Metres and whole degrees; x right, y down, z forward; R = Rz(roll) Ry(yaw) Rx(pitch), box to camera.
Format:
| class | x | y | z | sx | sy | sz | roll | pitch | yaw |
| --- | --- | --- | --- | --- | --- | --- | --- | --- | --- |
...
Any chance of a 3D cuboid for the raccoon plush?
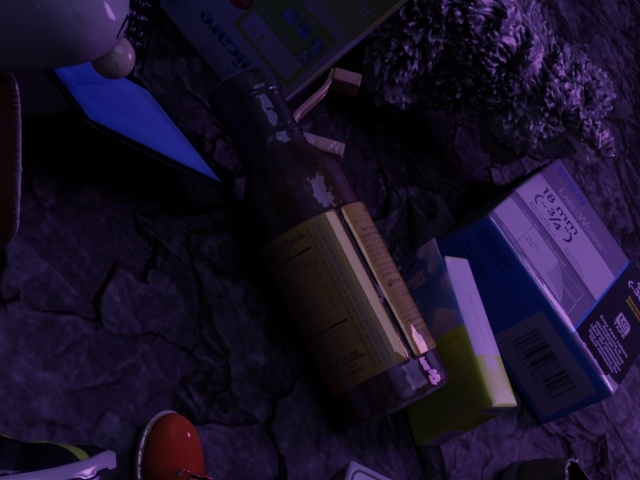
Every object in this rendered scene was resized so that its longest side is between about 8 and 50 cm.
| class | x | y | z | sx | sy | sz | roll | pitch | yaw |
| --- | --- | --- | --- | --- | --- | --- | --- | --- | --- |
| raccoon plush | 0.215 | -0.248 | 1.203 | 0.299 | 0.446 | 0.216 | 16 | 62 | 6 |

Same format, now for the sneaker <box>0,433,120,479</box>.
| class | x | y | z | sx | sy | sz | roll | pitch | yaw |
| --- | --- | --- | --- | --- | --- | --- | --- | --- | --- |
| sneaker | -0.234 | 0.138 | 0.712 | 0.235 | 0.084 | 0.097 | 1 | 60 | -46 |

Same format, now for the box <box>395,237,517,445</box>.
| class | x | y | z | sx | sy | sz | roll | pitch | yaw |
| --- | --- | --- | --- | --- | --- | --- | --- | --- | --- |
| box | 0.116 | 0.100 | 1.092 | 0.042 | 0.109 | 0.178 | 7 | 58 | -39 |

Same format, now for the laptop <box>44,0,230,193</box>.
| class | x | y | z | sx | sy | sz | roll | pitch | yaw |
| --- | --- | --- | --- | --- | --- | --- | --- | --- | --- |
| laptop | -0.153 | -0.200 | 0.940 | 0.234 | 0.137 | 0.264 | 26 | 77 | -68 |

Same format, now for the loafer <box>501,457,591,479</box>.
| class | x | y | z | sx | sy | sz | roll | pitch | yaw |
| --- | --- | --- | --- | --- | --- | --- | --- | --- | --- |
| loafer | 0.286 | 0.319 | 1.123 | 0.251 | 0.087 | 0.094 | 49 | 38 | -7 |

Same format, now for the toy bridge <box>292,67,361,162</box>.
| class | x | y | z | sx | sy | sz | roll | pitch | yaw |
| --- | --- | --- | --- | --- | --- | --- | --- | --- | --- |
| toy bridge | -0.008 | -0.096 | 1.139 | 0.063 | 0.026 | 0.188 | 16 | 67 | -4 |

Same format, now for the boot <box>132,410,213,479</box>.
| class | x | y | z | sx | sy | sz | roll | pitch | yaw |
| --- | --- | --- | --- | --- | --- | --- | --- | --- | --- |
| boot | -0.093 | 0.191 | 0.822 | 0.059 | 0.085 | 0.158 | 16 | 50 | -37 |

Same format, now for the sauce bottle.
| class | x | y | z | sx | sy | sz | roll | pitch | yaw |
| --- | --- | --- | --- | --- | --- | --- | --- | --- | --- |
| sauce bottle | 0.000 | 0.000 | 1.036 | 0.111 | 0.111 | 0.344 | -14 | 76 | -51 |

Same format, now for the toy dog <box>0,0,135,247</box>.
| class | x | y | z | sx | sy | sz | roll | pitch | yaw |
| --- | --- | --- | --- | --- | --- | --- | --- | --- | --- |
| toy dog | -0.240 | -0.066 | 0.716 | 0.161 | 0.334 | 0.220 | 44 | 61 | -41 |

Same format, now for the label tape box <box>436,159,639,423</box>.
| class | x | y | z | sx | sy | sz | roll | pitch | yaw |
| --- | --- | --- | --- | --- | --- | --- | --- | --- | --- |
| label tape box | 0.295 | 0.033 | 1.338 | 0.240 | 0.106 | 0.334 | 55 | 38 | 0 |

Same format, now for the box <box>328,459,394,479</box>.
| class | x | y | z | sx | sy | sz | roll | pitch | yaw |
| --- | --- | --- | --- | --- | --- | --- | --- | --- | --- |
| box | 0.111 | 0.315 | 0.864 | 0.290 | 0.087 | 0.169 | 28 | 50 | -6 |

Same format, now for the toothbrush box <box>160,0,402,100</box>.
| class | x | y | z | sx | sy | sz | roll | pitch | yaw |
| --- | --- | --- | --- | --- | --- | --- | --- | --- | --- |
| toothbrush box | -0.016 | -0.287 | 1.105 | 0.206 | 0.283 | 0.122 | 51 | 39 | -5 |

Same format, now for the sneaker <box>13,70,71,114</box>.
| class | x | y | z | sx | sy | sz | roll | pitch | yaw |
| --- | --- | --- | --- | --- | --- | --- | --- | --- | --- |
| sneaker | -0.289 | -0.158 | 0.897 | 0.212 | 0.080 | 0.094 | 3 | 53 | -58 |
